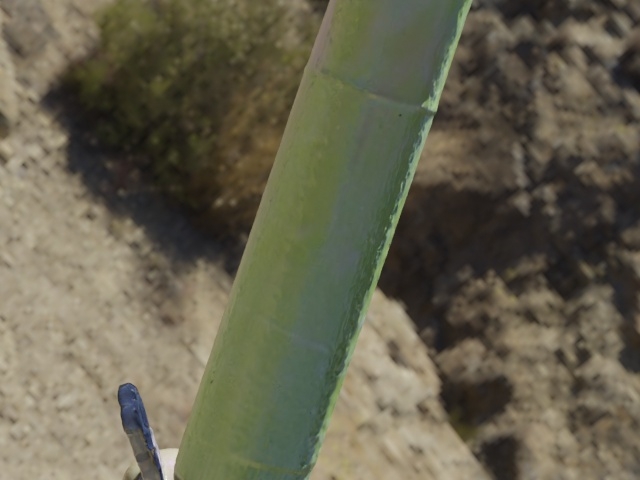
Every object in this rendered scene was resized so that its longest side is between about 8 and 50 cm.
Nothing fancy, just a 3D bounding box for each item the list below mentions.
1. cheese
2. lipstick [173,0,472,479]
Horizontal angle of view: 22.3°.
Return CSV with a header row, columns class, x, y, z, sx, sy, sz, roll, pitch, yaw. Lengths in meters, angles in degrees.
class,x,y,z,sx,sy,sz,roll,pitch,yaw
cheese,-0.125,0.226,1.334,0.286,0.082,0.163,76,-3,-46
lipstick,0.000,0.000,0.849,0.076,0.304,0.076,19,8,-3
